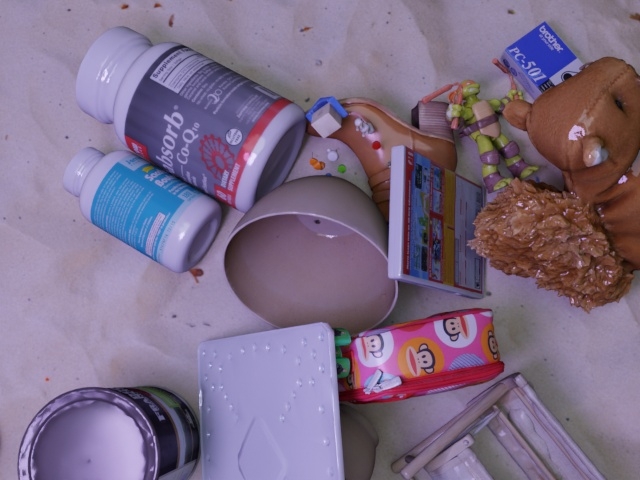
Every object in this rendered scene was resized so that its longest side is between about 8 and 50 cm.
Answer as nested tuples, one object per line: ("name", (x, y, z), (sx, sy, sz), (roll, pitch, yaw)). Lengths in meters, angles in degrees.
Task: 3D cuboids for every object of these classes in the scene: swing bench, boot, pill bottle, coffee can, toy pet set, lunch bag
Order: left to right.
("coffee can", (-0.314, 0.330, 1.122), (0.201, 0.275, 0.202), (-1, 79, 3))
("pill bottle", (-0.317, -0.064, 1.262), (0.264, 0.146, 0.146), (29, 82, 8))
("pill bottle", (-0.225, -0.216, 1.254), (0.363, 0.210, 0.210), (29, 82, 9))
("toy pet set", (0.026, -0.184, 1.232), (0.122, 0.065, 0.114), (-31, 121, 26))
("boot", (0.102, -0.135, 1.284), (0.283, 0.109, 0.220), (2, 83, -4))
("lunch bag", (0.110, 0.183, 1.097), (0.258, 0.293, 0.120), (-7, 79, -17))
("swing bench", (0.292, 0.387, 1.137), (0.254, 0.165, 0.253), (-36, 79, -9))

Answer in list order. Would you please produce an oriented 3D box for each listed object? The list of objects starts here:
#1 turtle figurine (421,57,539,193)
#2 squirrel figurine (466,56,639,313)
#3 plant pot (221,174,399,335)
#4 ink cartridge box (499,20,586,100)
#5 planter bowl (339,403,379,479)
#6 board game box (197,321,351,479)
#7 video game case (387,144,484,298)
("turtle figurine", (0.282, -0.194, 1.259), (0.269, 0.087, 0.217), (-23, 87, -43))
("squirrel figurine", (0.419, -0.078, 1.098), (0.397, 0.370, 0.281), (-53, 46, 15))
("plant pot", (0.000, 0.000, 1.193), (0.284, 0.284, 0.191), (12, 45, 6))
("ink cartridge box", (0.434, -0.290, 1.310), (0.097, 0.046, 0.207), (-35, 79, -5))
("planter bowl", (0.027, 0.337, 1.173), (0.162, 0.162, 0.109), (42, 59, 10))
("board game box", (-0.071, 0.336, 1.086), (0.050, 0.390, 0.390), (4, 77, -36))
("video game case", (0.197, -0.020, 1.171), (0.025, 0.285, 0.204), (-5, 77, 37))
